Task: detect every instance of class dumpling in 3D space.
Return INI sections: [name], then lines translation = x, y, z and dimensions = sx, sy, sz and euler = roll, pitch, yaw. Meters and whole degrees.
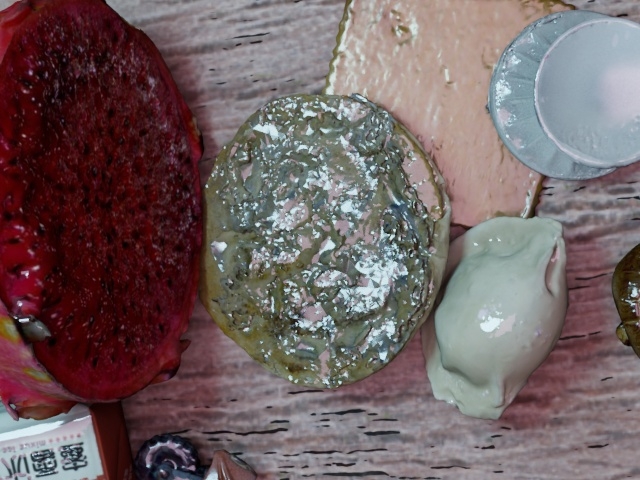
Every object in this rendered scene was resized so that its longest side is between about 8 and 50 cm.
[dumpling]
translation = 0.155, 0.063, 1.633
dimensions = 0.155, 0.111, 0.181
euler = 19, 69, 34

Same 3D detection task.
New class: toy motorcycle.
[toy motorcycle]
translation = -0.112, 0.288, 1.678
dimensions = 0.118, 0.084, 0.212
euler = -7, 99, 5

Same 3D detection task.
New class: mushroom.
[mushroom]
translation = 0.323, 0.060, 1.617
dimensions = 0.109, 0.085, 0.126
euler = -31, 95, 6

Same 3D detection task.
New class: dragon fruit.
[dragon fruit]
translation = -0.273, -0.028, 1.561
dimensions = 0.249, 0.371, 0.386
euler = -3, 124, 27

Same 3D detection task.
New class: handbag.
[handbag]
translation = -0.251, 0.297, 1.660
dimensions = 0.171, 0.151, 0.298
euler = -11, 94, 3

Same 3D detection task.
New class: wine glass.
[wine glass]
translation = 0.238, -0.132, 1.556
dimensions = 0.165, 0.196, 0.165
euler = 0, 93, 1

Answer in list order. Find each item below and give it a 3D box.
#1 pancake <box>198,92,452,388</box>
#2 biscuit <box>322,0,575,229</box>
[pancake]
translation = -0.001, 0.000, 1.650
dimensions = 0.282, 0.049, 0.282
euler = -1, 88, 16
[biscuit]
translation = 0.117, -0.137, 1.668
dimensions = 0.232, 0.013, 0.237
euler = 15, 93, 5
